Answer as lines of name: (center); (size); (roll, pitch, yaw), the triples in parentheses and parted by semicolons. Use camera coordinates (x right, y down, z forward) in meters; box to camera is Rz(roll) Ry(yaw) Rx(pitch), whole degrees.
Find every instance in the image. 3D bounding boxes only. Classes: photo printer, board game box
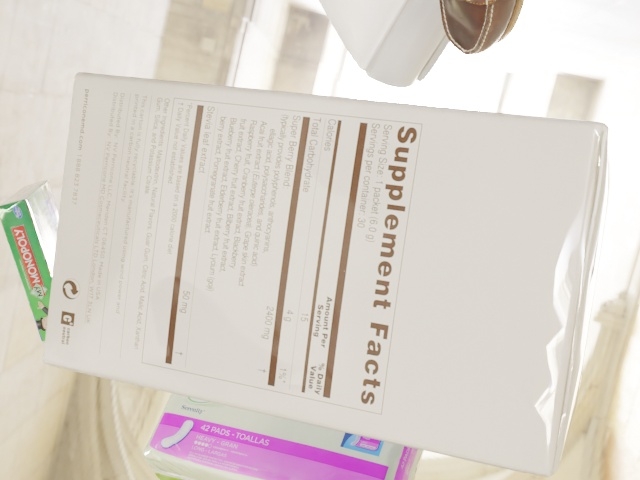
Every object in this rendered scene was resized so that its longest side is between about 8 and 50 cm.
photo printer: (0.109, -0.366, 0.993); (0.107, 0.307, 0.256); (4, -133, -33)
board game box: (-0.448, 0.021, 1.454); (0.046, 0.213, 0.317); (-16, -169, -8)

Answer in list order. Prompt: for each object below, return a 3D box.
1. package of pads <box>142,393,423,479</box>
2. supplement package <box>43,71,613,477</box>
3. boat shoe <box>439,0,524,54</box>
package of pads: (-0.024, 0.189, 1.006); (0.297, 0.229, 0.101); (8, 144, 23)
supplement package: (0.014, 0.007, 0.539); (0.293, 0.175, 0.177); (9, -177, 18)
boat shoe: (0.111, -0.216, 0.655); (0.073, 0.207, 0.073); (-38, -120, -23)
